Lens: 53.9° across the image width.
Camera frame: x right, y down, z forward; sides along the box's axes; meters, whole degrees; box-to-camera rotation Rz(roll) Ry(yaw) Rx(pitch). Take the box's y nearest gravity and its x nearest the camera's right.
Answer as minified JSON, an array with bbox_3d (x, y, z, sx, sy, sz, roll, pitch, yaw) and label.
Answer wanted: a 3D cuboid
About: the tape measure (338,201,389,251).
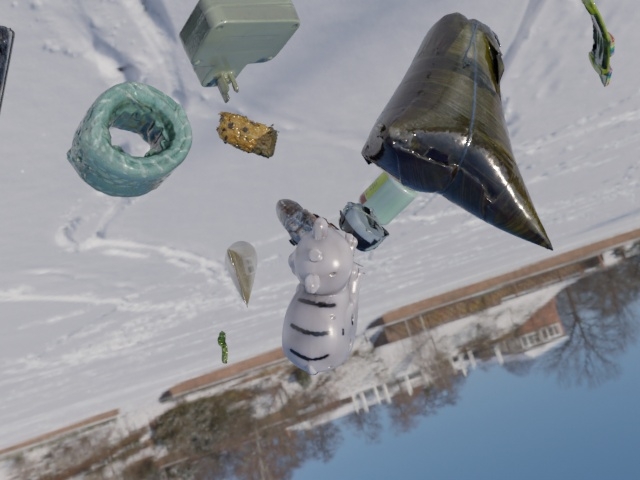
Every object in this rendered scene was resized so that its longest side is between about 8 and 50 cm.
[{"bbox_3d":[0.074,-0.022,1.091,0.054,0.091,0.094,-39,160,23],"label":"tape measure"}]

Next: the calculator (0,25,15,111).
[{"bbox_3d":[-0.800,-0.381,1.434,0.161,0.262,0.021,18,-161,-13],"label":"calculator"}]

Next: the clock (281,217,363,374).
[{"bbox_3d":[-0.002,0.067,0.724,0.079,0.176,0.117,6,174,14],"label":"clock"}]

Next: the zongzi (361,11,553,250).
[{"bbox_3d":[0.349,-0.229,1.301,0.431,0.404,0.208,29,158,-4],"label":"zongzi"}]

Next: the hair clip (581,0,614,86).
[{"bbox_3d":[0.454,-0.333,1.028,0.033,0.060,0.188,-24,143,16],"label":"hair clip"}]

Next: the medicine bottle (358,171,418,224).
[{"bbox_3d":[0.243,-0.167,2.088,0.225,0.139,0.139,-46,157,30],"label":"medicine bottle"}]

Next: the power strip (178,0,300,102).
[{"bbox_3d":[-0.191,-0.423,1.398,0.229,0.141,0.261,-17,171,-38],"label":"power strip"}]

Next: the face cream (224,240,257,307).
[{"bbox_3d":[-0.195,0.061,1.524,0.084,0.138,0.341,-17,-171,-4],"label":"face cream"}]

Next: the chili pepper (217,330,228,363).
[{"bbox_3d":[-0.223,0.243,1.449,0.022,0.084,0.027,3,-163,24],"label":"chili pepper"}]

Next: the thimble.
[{"bbox_3d":[-0.377,-0.192,1.231,0.235,0.199,0.143,-25,176,-44],"label":"thimble"}]

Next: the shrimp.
[{"bbox_3d":[-0.002,0.005,1.767,0.116,0.343,0.145,-51,-156,-10],"label":"shrimp"}]

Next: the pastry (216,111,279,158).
[{"bbox_3d":[-0.165,-0.235,1.401,0.140,0.080,0.056,15,-173,2],"label":"pastry"}]
